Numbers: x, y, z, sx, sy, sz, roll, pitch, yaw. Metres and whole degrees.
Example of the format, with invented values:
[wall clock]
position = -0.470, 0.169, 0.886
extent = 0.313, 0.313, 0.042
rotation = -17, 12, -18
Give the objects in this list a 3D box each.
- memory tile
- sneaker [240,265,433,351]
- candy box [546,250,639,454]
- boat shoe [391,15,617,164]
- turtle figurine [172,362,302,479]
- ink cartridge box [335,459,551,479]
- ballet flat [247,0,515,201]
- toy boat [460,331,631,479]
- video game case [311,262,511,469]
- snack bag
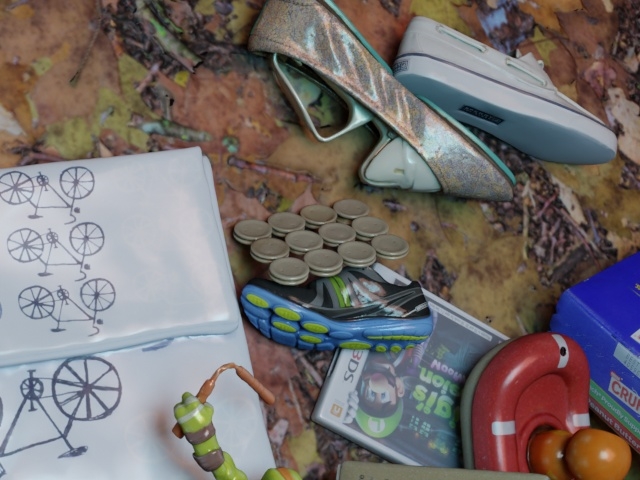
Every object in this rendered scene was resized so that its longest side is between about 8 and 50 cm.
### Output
[memory tile]
position = 0.000, 0.000, 1.272
extent = 0.148, 0.113, 0.012
rotation = -13, 126, -28
[sneaker]
position = 0.014, 0.059, 1.265
extent = 0.188, 0.067, 0.078
rotation = 6, 58, -17
[candy box]
position = 0.431, 0.110, 1.370
extent = 0.317, 0.122, 0.268
rotation = -22, 52, -31
[boat shoe]
position = 0.200, -0.158, 1.421
extent = 0.267, 0.096, 0.088
rotation = 19, 71, -13
[turtle figurine]
position = -0.088, 0.258, 1.136
extent = 0.217, 0.087, 0.270
rotation = -29, 114, -21
[ink cartridge box]
position = 0.103, 0.320, 1.173
extent = 0.193, 0.088, 0.235
rotation = 1, 70, 20
[ballet flat]
position = 0.052, -0.120, 1.339
extent = 0.316, 0.107, 0.106
rotation = 42, 81, -5
[toy boat]
position = 0.227, 0.201, 1.272
extent = 0.151, 0.151, 0.231
rotation = 0, 83, -40
[video game case]
position = 0.101, 0.139, 1.320
extent = 0.190, 0.022, 0.173
rotation = 30, 64, -17
[snack bag]
position = -0.208, 0.096, 1.168
extent = 0.323, 0.037, 0.343
rotation = -7, 79, -29
